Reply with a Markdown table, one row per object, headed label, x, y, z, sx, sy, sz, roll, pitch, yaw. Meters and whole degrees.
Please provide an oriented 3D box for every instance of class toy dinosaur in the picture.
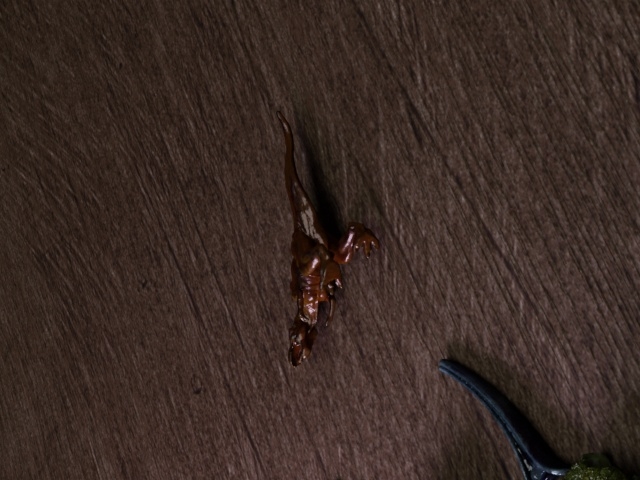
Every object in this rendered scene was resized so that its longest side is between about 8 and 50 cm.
| label | x | y | z | sx | sy | sz | roll | pitch | yaw |
| --- | --- | --- | --- | --- | --- | --- | --- | --- | --- |
| toy dinosaur | 0.000 | 0.000 | 1.861 | 0.208 | 0.097 | 0.432 | 4 | 92 | 58 |

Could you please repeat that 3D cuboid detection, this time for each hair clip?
| label | x | y | z | sx | sy | sz | roll | pitch | yaw |
| --- | --- | --- | --- | --- | --- | --- | --- | --- | --- |
| hair clip | 0.261 | 0.255 | 1.623 | 0.275 | 0.048 | 0.083 | 53 | 131 | 38 |

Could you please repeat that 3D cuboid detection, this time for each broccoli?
| label | x | y | z | sx | sy | sz | roll | pitch | yaw |
| --- | --- | --- | --- | --- | --- | --- | --- | --- | --- |
| broccoli | 0.357 | 0.332 | 1.464 | 0.120 | 0.130 | 0.131 | -78 | -14 | -49 |
